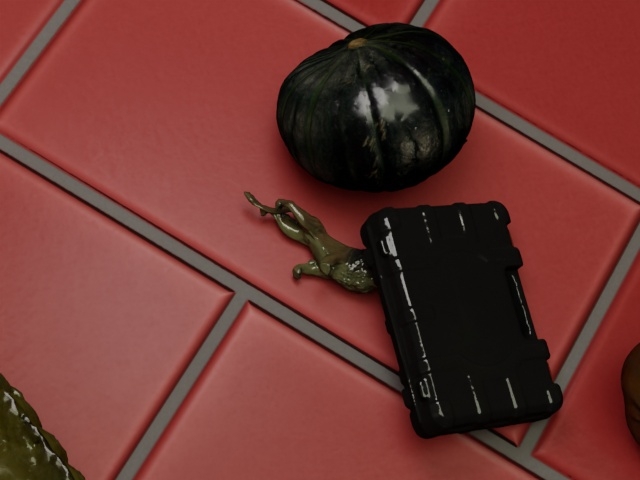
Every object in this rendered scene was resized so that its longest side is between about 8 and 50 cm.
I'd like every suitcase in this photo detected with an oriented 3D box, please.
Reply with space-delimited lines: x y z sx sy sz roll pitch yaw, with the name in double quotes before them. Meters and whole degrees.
"suitcase" 0.173 0.092 1.820 0.206 0.066 0.286 -4 70 -31

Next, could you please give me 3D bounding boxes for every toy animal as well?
"toy animal" -0.011 0.008 1.854 0.219 0.069 0.086 37 48 0

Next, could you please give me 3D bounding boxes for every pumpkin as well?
"pumpkin" 0.070 -0.158 1.862 0.249 0.216 0.250 -1 39 1

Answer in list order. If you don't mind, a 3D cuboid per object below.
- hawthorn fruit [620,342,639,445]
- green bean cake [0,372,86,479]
"hawthorn fruit" 0.492 0.175 1.813 0.251 0.199 0.199 -26 76 -33
"green bean cake" -0.400 0.305 1.629 0.285 0.202 0.310 -35 78 -6
